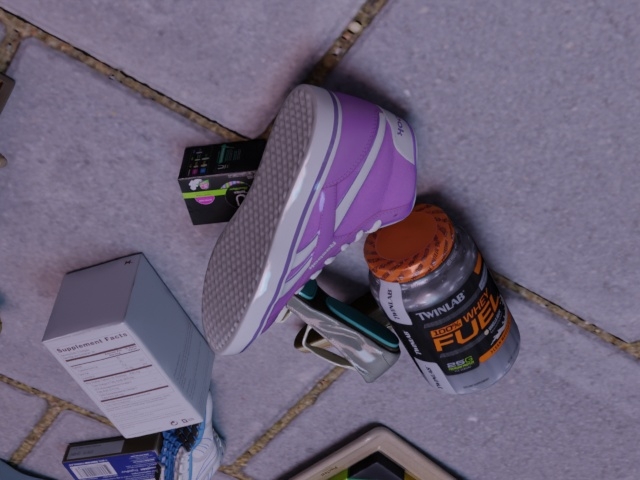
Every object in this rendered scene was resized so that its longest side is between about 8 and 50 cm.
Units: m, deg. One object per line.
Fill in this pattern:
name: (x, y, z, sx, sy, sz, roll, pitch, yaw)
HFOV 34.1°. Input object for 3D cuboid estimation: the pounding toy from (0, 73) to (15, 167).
pounding toy: (-0.341, -0.112, 0.935, 0.130, 0.141, 0.100, 29, 128, -21)

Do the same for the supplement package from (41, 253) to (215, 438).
supplement package: (-0.208, 0.120, 1.163, 0.105, 0.105, 0.179, -15, 129, 18)

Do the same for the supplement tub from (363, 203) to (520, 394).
supplement tub: (0.123, 0.060, 1.070, 0.117, 0.117, 0.190, -18, 129, 20)

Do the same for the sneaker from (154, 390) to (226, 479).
sneaker: (-0.154, 0.251, 1.318, 0.082, 0.071, 0.191, -13, 132, -38)

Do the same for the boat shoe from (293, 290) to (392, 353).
boat shoe: (0.033, 0.099, 1.159, 0.135, 0.050, 0.045, -26, 120, 26)

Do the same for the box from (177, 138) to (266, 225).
box: (-0.090, -0.057, 1.025, 0.083, 0.052, 0.062, -7, 131, 9)

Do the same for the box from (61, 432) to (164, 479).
box: (-0.239, 0.349, 1.423, 0.136, 0.037, 0.225, -10, 129, 14)

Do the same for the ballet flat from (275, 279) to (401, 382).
ballet flat: (-0.014, 0.074, 1.091, 0.213, 0.072, 0.068, 38, 108, -4)

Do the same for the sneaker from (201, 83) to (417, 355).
sneaker: (0.001, 0.000, 0.993, 0.161, 0.102, 0.282, 11, 119, -36)

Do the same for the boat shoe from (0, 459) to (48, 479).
boat shoe: (-0.431, 0.354, 1.425, 0.183, 0.065, 0.083, 26, 128, -19)

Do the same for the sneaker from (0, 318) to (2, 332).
sneaker: (-0.445, 0.063, 1.164, 0.185, 0.070, 0.084, 38, 134, -19)

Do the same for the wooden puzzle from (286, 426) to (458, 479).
wooden puzzle: (0.079, 0.355, 1.396, 0.238, 0.044, 0.221, 35, 126, -25)
